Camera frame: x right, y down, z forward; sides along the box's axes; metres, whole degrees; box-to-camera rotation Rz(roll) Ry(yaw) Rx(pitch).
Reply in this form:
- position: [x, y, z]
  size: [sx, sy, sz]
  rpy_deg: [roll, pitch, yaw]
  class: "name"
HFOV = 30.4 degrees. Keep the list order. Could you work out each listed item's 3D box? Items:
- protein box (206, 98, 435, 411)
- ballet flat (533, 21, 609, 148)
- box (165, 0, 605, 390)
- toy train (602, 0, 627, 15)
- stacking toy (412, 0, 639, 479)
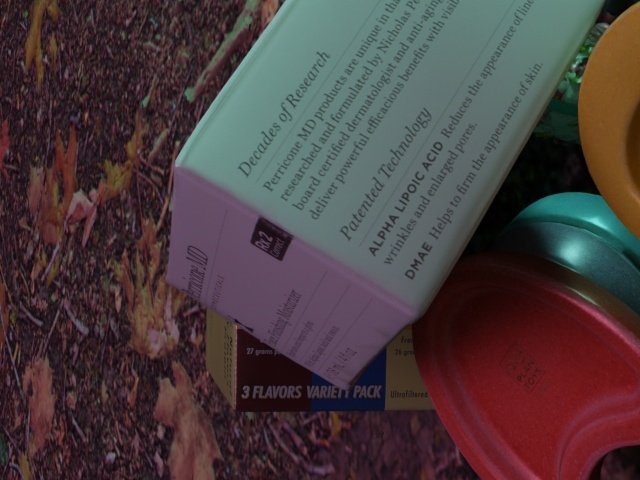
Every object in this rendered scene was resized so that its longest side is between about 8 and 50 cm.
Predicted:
- position: [0.000, 0.000, 0.779]
  size: [0.201, 0.136, 0.200]
  rpy_deg: [-176, 87, -80]
  class: "protein box"
- position: [0.100, -0.135, 0.720]
  size: [0.241, 0.077, 0.091]
  rpy_deg: [48, 130, 51]
  class: "ballet flat"
- position: [0.022, -0.044, 0.569]
  size: [0.182, 0.119, 0.181]
  rpy_deg: [-57, -3, -19]
  class: "box"
- position: [0.138, -0.185, 0.705]
  size: [0.158, 0.027, 0.036]
  rpy_deg: [57, 133, 44]
  class: "toy train"
- position: [0.207, 0.047, 0.550]
  size: [0.279, 0.130, 0.309]
  rpy_deg: [51, 141, 13]
  class: "stacking toy"
